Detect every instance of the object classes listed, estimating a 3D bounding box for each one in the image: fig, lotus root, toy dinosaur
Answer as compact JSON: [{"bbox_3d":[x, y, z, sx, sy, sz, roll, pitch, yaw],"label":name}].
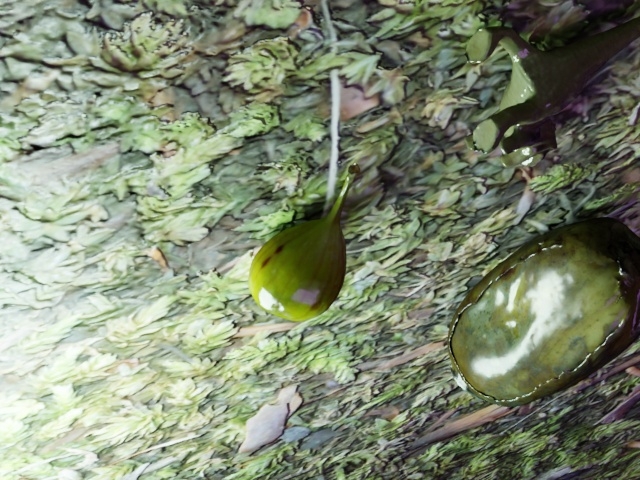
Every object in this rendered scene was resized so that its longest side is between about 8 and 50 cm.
[{"bbox_3d":[0.004,0.013,1.177,0.166,0.093,0.093,-38,147,25],"label":"fig"},{"bbox_3d":[0.259,0.083,1.394,0.275,0.160,0.152,-43,168,35],"label":"lotus root"},{"bbox_3d":[0.211,-0.148,1.090,0.200,0.072,0.251,-6,137,-44],"label":"toy dinosaur"}]
